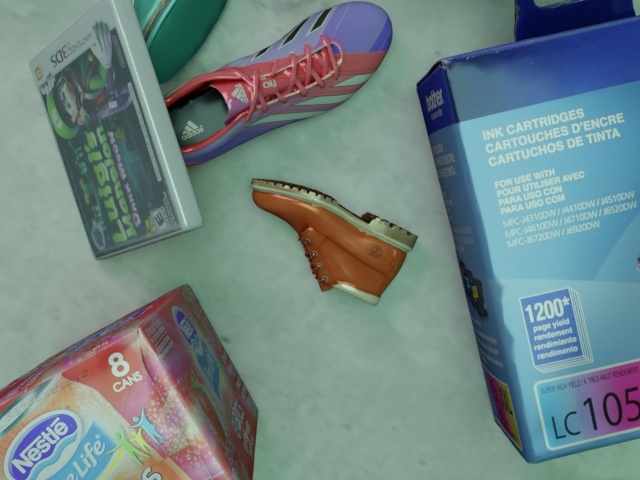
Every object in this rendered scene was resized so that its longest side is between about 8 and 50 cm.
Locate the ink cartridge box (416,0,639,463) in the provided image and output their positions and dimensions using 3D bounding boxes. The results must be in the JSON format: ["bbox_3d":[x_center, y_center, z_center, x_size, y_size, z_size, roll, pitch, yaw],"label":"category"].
[{"bbox_3d":[0.245,-0.043,0.778,0.270,0.151,0.395,-14,91,-2],"label":"ink cartridge box"}]

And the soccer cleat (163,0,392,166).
[{"bbox_3d":[-0.046,-0.134,0.785,0.248,0.095,0.083,-26,96,0],"label":"soccer cleat"}]

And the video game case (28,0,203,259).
[{"bbox_3d":[-0.176,-0.086,0.755,0.022,0.173,0.190,-20,94,-38],"label":"video game case"}]

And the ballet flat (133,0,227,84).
[{"bbox_3d":[-0.109,-0.251,0.795,0.087,0.083,0.247,35,90,21],"label":"ballet flat"}]

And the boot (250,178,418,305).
[{"bbox_3d":[0.000,0.000,0.813,0.158,0.059,0.084,25,96,-4],"label":"boot"}]

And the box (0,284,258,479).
[{"bbox_3d":[-0.145,0.139,0.689,0.154,0.300,0.142,-28,93,-1],"label":"box"}]
